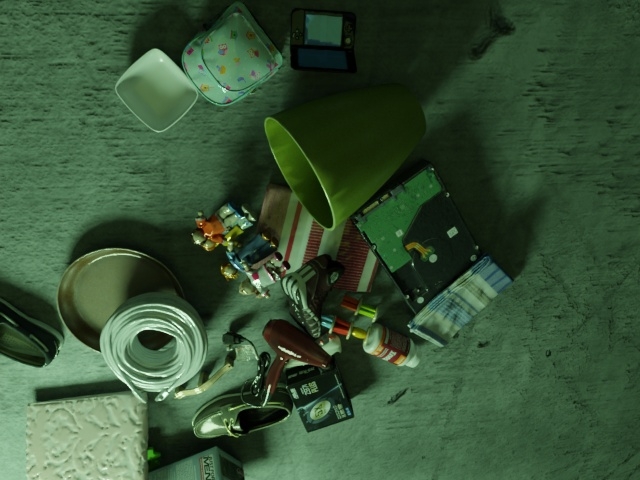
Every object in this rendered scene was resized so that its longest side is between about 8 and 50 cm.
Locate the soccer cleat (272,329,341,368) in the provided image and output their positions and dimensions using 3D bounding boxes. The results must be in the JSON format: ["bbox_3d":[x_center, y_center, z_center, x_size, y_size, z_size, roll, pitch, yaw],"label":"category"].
[{"bbox_3d":[-0.034,0.318,1.368,0.196,0.068,0.076,-23,115,0],"label":"soccer cleat"}]

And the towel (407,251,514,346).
[{"bbox_3d":[0.381,0.170,1.329,0.285,0.034,0.209,-45,137,11],"label":"towel"}]

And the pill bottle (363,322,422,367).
[{"bbox_3d":[0.201,0.294,1.373,0.151,0.086,0.086,25,107,-15],"label":"pill bottle"}]

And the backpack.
[{"bbox_3d":[-0.190,-0.376,1.034,0.188,0.144,0.166,-35,117,11],"label":"backpack"}]

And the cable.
[{"bbox_3d":[-0.407,0.253,1.236,0.257,0.089,0.257,-33,111,6],"label":"cable"}]

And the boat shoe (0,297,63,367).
[{"bbox_3d":[-0.795,0.217,1.225,0.302,0.091,0.114,26,106,-16],"label":"boat shoe"}]

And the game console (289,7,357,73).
[{"bbox_3d":[0.008,-0.428,1.064,0.143,0.085,0.124,1,112,-7],"label":"game console"}]

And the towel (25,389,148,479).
[{"bbox_3d":[-0.620,0.586,1.332,0.316,0.053,0.332,-4,80,-3],"label":"towel"}]

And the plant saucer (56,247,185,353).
[{"bbox_3d":[-0.497,0.154,1.258,0.310,0.050,0.311,-2,111,-6],"label":"plant saucer"}]

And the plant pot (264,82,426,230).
[{"bbox_3d":[0.073,-0.213,1.086,0.293,0.274,0.275,-32,113,-12],"label":"plant pot"}]

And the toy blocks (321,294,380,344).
[{"bbox_3d":[0.071,0.202,1.339,0.148,0.054,0.123,19,100,2],"label":"toy blocks"}]

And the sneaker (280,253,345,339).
[{"bbox_3d":[0.003,0.134,1.241,0.162,0.106,0.281,-40,152,-19],"label":"sneaker"}]

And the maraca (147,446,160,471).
[{"bbox_3d":[-0.553,0.631,1.416,0.185,0.099,0.127,4,124,-20],"label":"maraca"}]

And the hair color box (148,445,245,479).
[{"bbox_3d":[-0.422,0.735,1.429,0.374,0.114,0.185,-22,139,3],"label":"hair color box"}]

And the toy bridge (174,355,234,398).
[{"bbox_3d":[-0.323,0.387,1.363,0.188,0.063,0.026,-31,112,5],"label":"toy bridge"}]

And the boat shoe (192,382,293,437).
[{"bbox_3d":[-0.222,0.494,1.401,0.304,0.091,0.109,-18,112,1],"label":"boat shoe"}]

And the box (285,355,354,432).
[{"bbox_3d":[-0.001,0.435,1.410,0.147,0.078,0.180,-18,113,2],"label":"box"}]

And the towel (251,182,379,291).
[{"bbox_3d":[0.000,0.000,1.263,0.328,0.037,0.237,11,108,-13],"label":"towel"}]

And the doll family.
[{"bbox_3d":[-0.195,0.018,1.193,0.163,0.118,0.263,-35,106,18],"label":"doll family"}]

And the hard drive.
[{"bbox_3d":[0.250,-0.003,1.255,0.236,0.064,0.339,-36,115,1],"label":"hard drive"}]

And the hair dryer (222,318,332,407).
[{"bbox_3d":[-0.105,0.315,1.312,0.293,0.080,0.224,-14,101,25],"label":"hair dryer"}]

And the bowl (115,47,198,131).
[{"bbox_3d":[-0.351,-0.325,1.082,0.142,0.053,0.142,-39,110,8],"label":"bowl"}]
